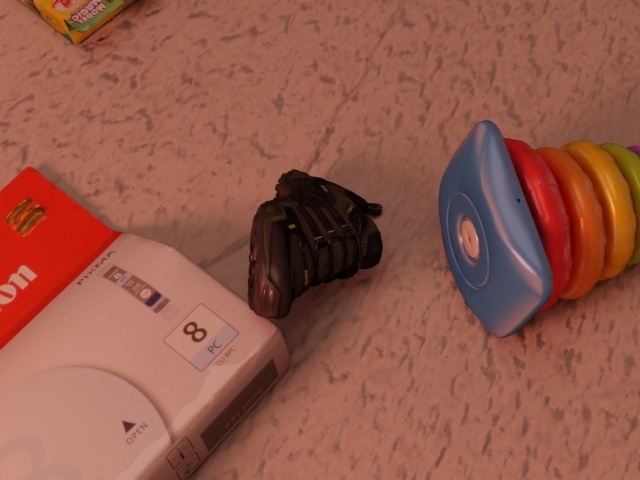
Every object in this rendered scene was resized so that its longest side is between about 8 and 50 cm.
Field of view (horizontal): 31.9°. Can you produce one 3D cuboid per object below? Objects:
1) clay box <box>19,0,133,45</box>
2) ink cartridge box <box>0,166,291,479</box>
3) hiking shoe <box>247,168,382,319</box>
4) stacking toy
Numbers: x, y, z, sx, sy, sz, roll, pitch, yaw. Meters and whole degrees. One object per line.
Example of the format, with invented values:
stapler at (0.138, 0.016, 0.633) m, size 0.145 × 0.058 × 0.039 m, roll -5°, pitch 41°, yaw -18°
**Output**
clay box at (-0.300, -0.322, 1.335) m, size 0.127 × 0.053 × 0.222 m, roll -42°, pitch 64°, yaw -17°
ink cartridge box at (-0.269, 0.103, 1.049) m, size 0.385 × 0.091 × 0.308 m, roll 35°, pitch 69°, yaw 23°
hiking shoe at (0.000, 0.000, 1.038) m, size 0.114 × 0.086 × 0.227 m, roll 9°, pitch 31°, yaw 7°
stacking toy at (0.273, -0.034, 1.038) m, size 0.301 × 0.166 × 0.175 m, roll -13°, pitch 73°, yaw -13°
